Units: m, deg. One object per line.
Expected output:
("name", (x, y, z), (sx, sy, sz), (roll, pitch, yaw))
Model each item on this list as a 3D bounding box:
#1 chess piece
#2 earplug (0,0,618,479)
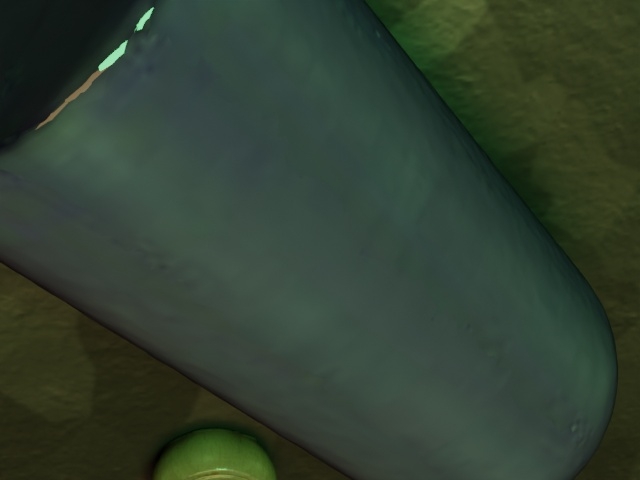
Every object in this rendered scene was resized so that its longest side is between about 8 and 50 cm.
("chess piece", (-0.070, 0.161, 1.028), (0.083, 0.038, 0.084), (-5, 130, -6))
("earplug", (0.000, 0.000, 0.795), (0.215, 0.215, 0.456), (-33, 131, 19))
